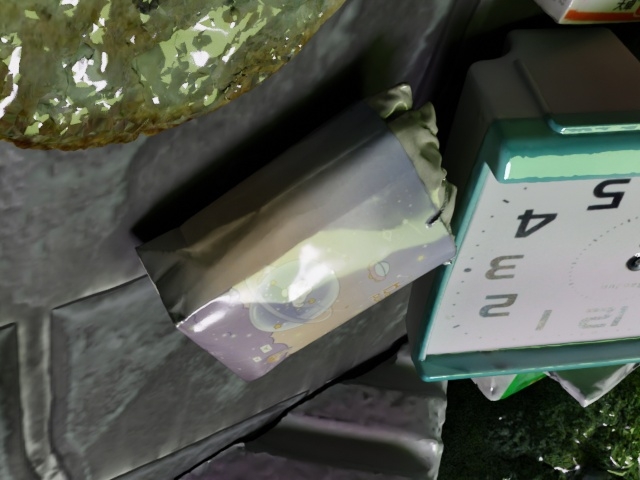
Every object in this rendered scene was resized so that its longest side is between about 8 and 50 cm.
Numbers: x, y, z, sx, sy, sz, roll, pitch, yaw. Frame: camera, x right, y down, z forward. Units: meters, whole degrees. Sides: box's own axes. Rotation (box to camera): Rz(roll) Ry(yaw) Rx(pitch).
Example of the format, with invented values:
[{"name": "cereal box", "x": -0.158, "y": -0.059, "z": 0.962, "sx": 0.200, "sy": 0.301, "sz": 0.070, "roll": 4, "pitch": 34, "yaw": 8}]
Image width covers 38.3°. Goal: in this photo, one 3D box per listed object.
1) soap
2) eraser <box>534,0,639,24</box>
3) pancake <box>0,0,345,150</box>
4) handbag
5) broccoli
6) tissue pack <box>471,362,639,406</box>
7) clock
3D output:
[{"name": "soap", "x": -0.041, "y": 0.207, "z": 0.823, "sx": 0.302, "sy": 0.257, "sz": 0.159, "roll": 9, "pitch": 147, "yaw": 5}, {"name": "eraser", "x": 0.223, "y": -0.222, "z": 0.496, "sx": 0.157, "sy": 0.038, "sz": 0.230, "roll": -13, "pitch": 144, "yaw": -40}, {"name": "pancake", "x": -0.061, "y": -0.128, "z": 0.288, "sx": 0.254, "sy": 0.037, "sz": 0.253, "roll": -29, "pitch": 150, "yaw": -19}, {"name": "handbag", "x": 0.000, "y": 0.000, "z": 0.500, "sx": 0.173, "sy": 0.095, "sz": 0.117, "roll": -35, "pitch": 154, "yaw": -1}, {"name": "broccoli", "x": 0.249, "y": 0.218, "z": 0.945, "sx": 0.304, "sy": 0.283, "sz": 0.321, "roll": -43, "pitch": 180, "yaw": -32}, {"name": "tissue pack", "x": 0.229, "y": 0.046, "z": 0.789, "sx": 0.209, "sy": 0.156, "sz": 0.148, "roll": -23, "pitch": 151, "yaw": -32}, {"name": "clock", "x": 0.195, "y": -0.021, "z": 0.597, "sx": 0.262, "sy": 0.116, "sz": 0.231, "roll": -3, "pitch": 139, "yaw": -11}]
